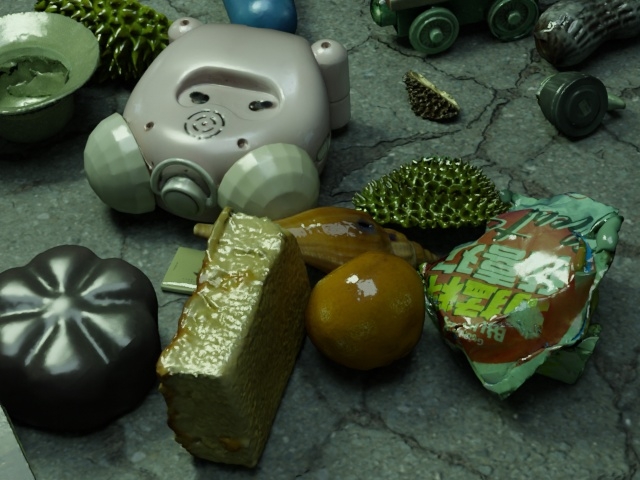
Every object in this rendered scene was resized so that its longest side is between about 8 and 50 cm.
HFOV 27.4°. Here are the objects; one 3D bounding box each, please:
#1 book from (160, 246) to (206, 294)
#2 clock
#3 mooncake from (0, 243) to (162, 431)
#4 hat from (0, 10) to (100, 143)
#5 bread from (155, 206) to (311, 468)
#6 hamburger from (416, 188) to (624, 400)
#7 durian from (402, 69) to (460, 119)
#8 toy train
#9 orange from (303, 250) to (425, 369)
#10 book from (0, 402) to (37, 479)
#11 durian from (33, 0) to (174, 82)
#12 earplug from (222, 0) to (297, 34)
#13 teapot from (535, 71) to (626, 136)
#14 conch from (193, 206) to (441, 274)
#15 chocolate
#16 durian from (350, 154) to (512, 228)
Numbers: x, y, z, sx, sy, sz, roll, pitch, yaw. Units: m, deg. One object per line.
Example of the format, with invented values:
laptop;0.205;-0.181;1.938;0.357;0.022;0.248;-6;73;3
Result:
book;-0.151;0.044;1.763;0.110;0.014;0.077;8;46;14
clock;-0.136;-0.154;1.865;0.342;0.184;0.326;8;50;21
mooncake;-0.314;0.119;1.626;0.244;0.133;0.245;1;49;-1
hat;-0.448;-0.224;1.986;0.257;0.130;0.257;-2;45;2
bread;-0.101;0.116;1.567;0.114;0.185;0.275;2;44;16
hamburger;0.266;0.067;1.627;0.276;0.150;0.260;-39;34;-11
durian;0.162;-0.228;1.988;0.066;0.052;0.130;-24;46;-22
toy train;0.225;-0.428;2.068;0.304;0.222;0.150;-12;42;-8
orange;0.059;0.089;1.604;0.159;0.159;0.136;-33;88;-26
book;-0.394;0.303;1.482;0.160;0.024;0.228;-23;58;-18
durian;-0.337;-0.348;2.093;0.355;0.158;0.169;22;34;26
earplug;-0.107;-0.413;2.158;0.132;0.132;0.273;-11;48;-6
teapot;0.373;-0.202;1.935;0.092;0.124;0.091;-57;35;6
conch;0.002;-0.003;1.696;0.330;0.093;0.109;12;55;-17
chocolate;0.434;-0.348;2.050;0.248;0.110;0.110;-28;48;-18
durian;0.144;-0.067;1.774;0.220;0.096;0.137;-2;7;14
